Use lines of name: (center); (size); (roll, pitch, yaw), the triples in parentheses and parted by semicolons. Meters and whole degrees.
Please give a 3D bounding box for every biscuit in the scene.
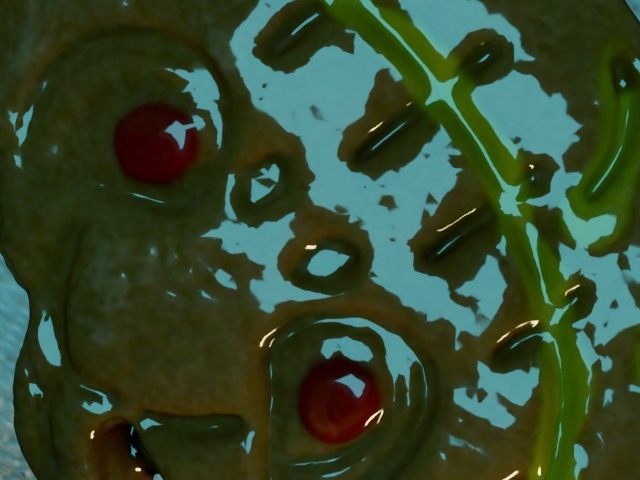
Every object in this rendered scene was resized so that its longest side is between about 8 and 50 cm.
biscuit: (-0.001, 0.001, 0.687); (0.350, 0.070, 0.394); (-43, 91, 9)
